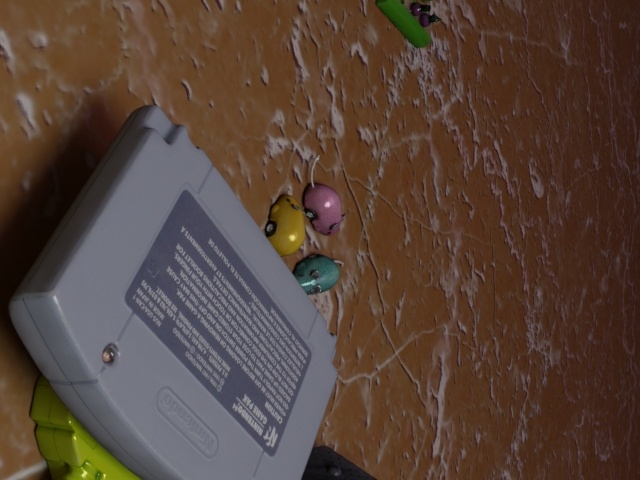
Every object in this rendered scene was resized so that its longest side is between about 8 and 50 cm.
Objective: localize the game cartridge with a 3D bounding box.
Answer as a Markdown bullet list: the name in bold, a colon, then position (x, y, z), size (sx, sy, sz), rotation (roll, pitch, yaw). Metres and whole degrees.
- **game cartridge**: position (-0.087, 0.075, 0.612), size (0.294, 0.060, 0.196), rotation (57, 38, -38)

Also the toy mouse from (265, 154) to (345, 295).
- **toy mouse**: position (0.000, 0.000, 0.857), size (0.143, 0.031, 0.161), rotation (41, 56, -48)

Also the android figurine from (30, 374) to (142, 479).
- **android figurine**: position (-0.118, 0.104, 0.662), size (0.248, 0.056, 0.273), rotation (61, 42, -36)

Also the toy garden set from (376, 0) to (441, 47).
- **toy garden set**: position (0.108, -0.388, 1.005), size (0.203, 0.049, 0.244), rotation (30, 65, -53)

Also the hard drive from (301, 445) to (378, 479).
- **hard drive**: position (-0.014, 0.264, 0.723), size (0.254, 0.172, 0.054), rotation (-6, 118, -55)
